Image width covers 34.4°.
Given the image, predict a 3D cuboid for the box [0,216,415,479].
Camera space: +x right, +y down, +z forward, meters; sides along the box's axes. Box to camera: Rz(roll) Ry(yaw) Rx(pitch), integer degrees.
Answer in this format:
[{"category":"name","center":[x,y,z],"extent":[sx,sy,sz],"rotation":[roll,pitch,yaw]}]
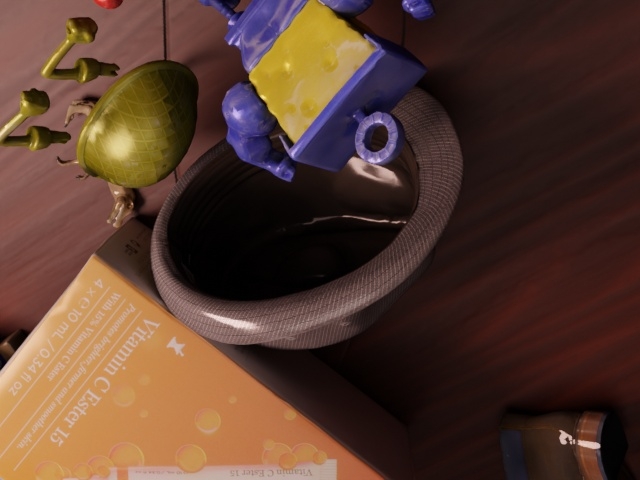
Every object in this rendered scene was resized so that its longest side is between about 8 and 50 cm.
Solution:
[{"category":"box","center":[-0.113,0.177,0.944],"extent":[0.345,0.168,0.215],"rotation":[38,100,-6]}]

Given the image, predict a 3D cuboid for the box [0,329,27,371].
[{"category":"box","center":[-0.371,0.198,1.106],"extent":[0.225,0.036,0.136],"rotation":[-26,106,22]}]

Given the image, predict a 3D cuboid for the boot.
[{"category":"boot","center":[0.243,0.247,0.991],"extent":[0.106,0.082,0.219],"rotation":[2,120,35]}]

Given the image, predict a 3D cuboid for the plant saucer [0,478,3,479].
[{"category":"plant saucer","center":[-0.407,0.251,1.058],"extent":[0.317,0.044,0.317],"rotation":[1,94,21]}]

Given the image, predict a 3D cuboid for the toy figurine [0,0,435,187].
[{"category":"toy figurine","center":[-0.040,-0.117,0.756],"extent":[0.362,0.191,0.217],"rotation":[-48,70,18]}]

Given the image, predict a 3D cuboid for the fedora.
[{"category":"fedora","center":[0.000,0.000,0.866],"extent":[0.275,0.244,0.124],"rotation":[-24,138,5]}]

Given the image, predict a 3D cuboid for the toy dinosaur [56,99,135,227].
[{"category":"toy dinosaur","center":[-0.183,-0.101,0.936],"extent":[0.092,0.053,0.183],"rotation":[16,123,-12]}]
